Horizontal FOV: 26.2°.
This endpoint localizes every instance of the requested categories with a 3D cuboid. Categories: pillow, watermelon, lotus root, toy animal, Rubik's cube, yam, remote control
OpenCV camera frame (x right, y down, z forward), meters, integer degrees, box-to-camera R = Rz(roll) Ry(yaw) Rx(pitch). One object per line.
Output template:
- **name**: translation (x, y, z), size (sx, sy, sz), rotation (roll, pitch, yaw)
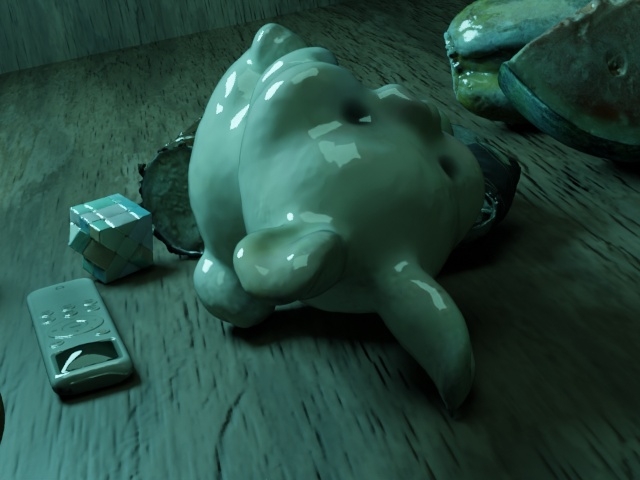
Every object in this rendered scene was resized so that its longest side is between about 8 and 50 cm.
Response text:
- **pillow**: translation (0.075, -0.055, 1.323), size (0.161, 0.092, 0.335), rotation (-30, 23, -16)
- **watermelon**: translation (0.323, -0.181, 1.397), size (0.318, 0.226, 0.148), rotation (-2, -11, -7)
- **lotus root**: translation (0.307, -0.218, 1.605), size (0.322, 0.158, 0.140), rotation (-1, 18, 9)
- **toy animal**: translation (0.004, -0.010, 1.039), size (0.196, 0.241, 0.367), rotation (24, 7, -21)
- **Rubik's cube**: translation (-0.211, 0.003, 1.368), size (0.084, 0.073, 0.075), rotation (-13, 33, -21)
- **yam**: translation (-0.095, -0.082, 1.468), size (0.131, 0.131, 0.279), rotation (-6, 18, 18)
- **remote control**: translation (-0.213, 0.075, 1.192), size (0.067, 0.029, 0.261), rotation (-15, 17, -12)

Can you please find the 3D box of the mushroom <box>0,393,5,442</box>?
- **mushroom**: translation (-0.321, 0.150, 0.824), size (0.278, 0.146, 0.278), rotation (-16, 24, 7)
